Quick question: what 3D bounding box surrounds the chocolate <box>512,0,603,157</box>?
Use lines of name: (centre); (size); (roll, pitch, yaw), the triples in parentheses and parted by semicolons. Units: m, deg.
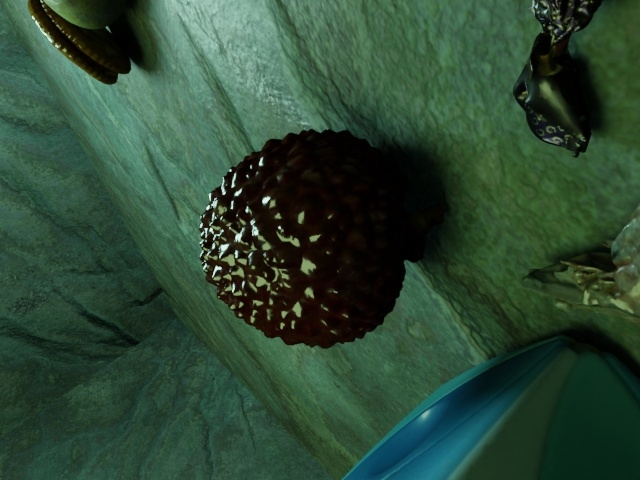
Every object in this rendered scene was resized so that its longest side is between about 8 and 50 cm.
chocolate: (0.165, -0.130, 0.372); (0.072, 0.070, 0.147); (-109, 7, -46)

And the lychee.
lychee: (0.000, 0.000, 0.623); (0.264, 0.300, 0.264); (-11, -90, -77)

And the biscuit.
biscuit: (-0.489, -0.420, 1.080); (0.220, 0.066, 0.220); (51, -170, -12)

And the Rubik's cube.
Rubik's cube: (0.211, 0.351, 0.561); (0.347, 0.352, 0.352); (50, 153, 11)

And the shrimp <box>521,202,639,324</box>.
shrimp: (0.266, 0.007, 0.370); (0.317, 0.062, 0.164); (-7, 111, 59)

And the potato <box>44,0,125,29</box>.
potato: (-0.438, -0.490, 0.906); (0.175, 0.159, 0.251); (15, 158, 17)
